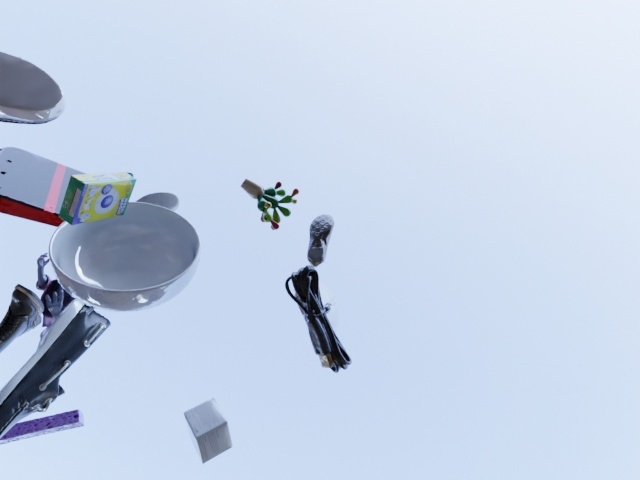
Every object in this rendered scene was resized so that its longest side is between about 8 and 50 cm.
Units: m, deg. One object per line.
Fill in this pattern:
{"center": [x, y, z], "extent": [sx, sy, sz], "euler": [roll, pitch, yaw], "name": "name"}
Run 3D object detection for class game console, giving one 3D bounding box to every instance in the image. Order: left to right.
{"center": [-0.875, -0.160, 1.357], "extent": [0.341, 0.387, 0.060], "euler": [24, -71, -35], "name": "game console"}

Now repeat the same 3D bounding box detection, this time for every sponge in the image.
{"center": [-0.648, 0.421, 0.931], "extent": [0.209, 0.117, 0.031], "euler": [-5, -113, -27], "name": "sponge"}

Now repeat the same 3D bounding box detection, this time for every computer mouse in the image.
{"center": [-0.001, 0.076, 0.472], "extent": [0.042, 0.193, 0.106], "euler": [-25, -90, -3], "name": "computer mouse"}

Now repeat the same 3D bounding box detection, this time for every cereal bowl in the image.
{"center": [-0.477, 0.054, 1.054], "extent": [0.338, 0.339, 0.141], "euler": [14, -54, -2], "name": "cereal bowl"}

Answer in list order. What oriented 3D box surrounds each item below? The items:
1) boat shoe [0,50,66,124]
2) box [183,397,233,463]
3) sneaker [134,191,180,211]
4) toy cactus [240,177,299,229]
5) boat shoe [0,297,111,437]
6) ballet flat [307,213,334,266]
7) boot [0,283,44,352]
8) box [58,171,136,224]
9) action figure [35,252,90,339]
{"center": [-0.618, -0.253, 0.756], "extent": [0.340, 0.127, 0.158], "euler": [20, -37, -3], "name": "boat shoe"}
{"center": [-0.291, 0.490, 1.088], "extent": [0.087, 0.102, 0.101], "euler": [-19, -58, -28], "name": "box"}
{"center": [-0.550, -0.056, 1.352], "extent": [0.255, 0.151, 0.094], "euler": [-25, -122, -3], "name": "sneaker"}
{"center": [-0.164, -0.135, 1.315], "extent": [0.180, 0.219, 0.112], "euler": [34, -50, -12], "name": "toy cactus"}
{"center": [-0.494, 0.248, 0.747], "extent": [0.091, 0.114, 0.303], "euler": [40, -126, -22], "name": "boat shoe"}
{"center": [0.000, 0.000, 1.434], "extent": [0.084, 0.250, 0.058], "euler": [0, -49, 9], "name": "ballet flat"}
{"center": [-0.790, 0.211, 1.069], "extent": [0.076, 0.137, 0.198], "euler": [30, -47, 2], "name": "boot"}
{"center": [-0.494, -0.100, 0.956], "extent": [0.043, 0.179, 0.105], "euler": [31, -71, 6], "name": "box"}
{"center": [-0.797, 0.177, 1.393], "extent": [0.247, 0.370, 0.276], "euler": [2, -98, -35], "name": "action figure"}
